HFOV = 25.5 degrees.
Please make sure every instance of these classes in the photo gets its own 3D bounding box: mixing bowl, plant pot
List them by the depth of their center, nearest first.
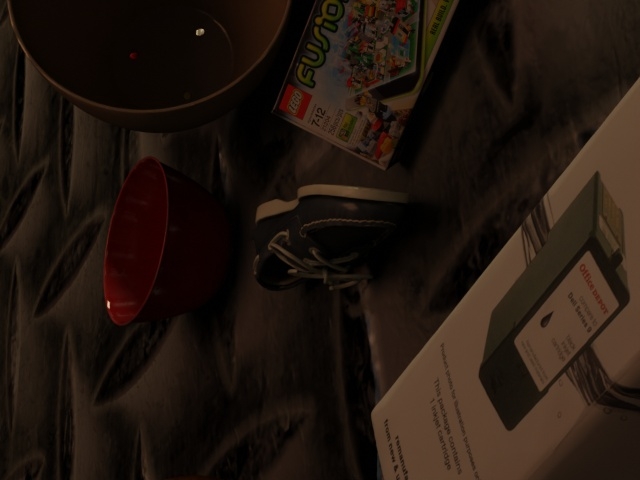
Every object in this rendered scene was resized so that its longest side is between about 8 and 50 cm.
[{"bbox_3d":[-0.163,-0.226,1.474,0.191,0.284,0.284,82,-171,-71],"label":"plant pot"},{"bbox_3d":[-0.154,0.007,1.504,0.181,0.098,0.181,-31,54,56],"label":"mixing bowl"}]

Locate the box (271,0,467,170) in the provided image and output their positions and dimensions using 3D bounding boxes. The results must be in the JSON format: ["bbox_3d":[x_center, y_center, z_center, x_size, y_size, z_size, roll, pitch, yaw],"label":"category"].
[{"bbox_3d":[0.049,-0.174,1.161,0.207,0.114,0.036,-68,-12,22],"label":"box"}]

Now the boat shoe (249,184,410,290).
[{"bbox_3d":[0.000,0.000,1.204,0.254,0.095,0.079,-12,68,63],"label":"boat shoe"}]

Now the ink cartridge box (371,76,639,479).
[{"bbox_3d":[0.189,0.060,0.679,0.289,0.211,0.121,-55,33,37],"label":"ink cartridge box"}]

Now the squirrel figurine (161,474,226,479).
[{"bbox_3d":[-0.098,0.395,1.134,0.397,0.281,0.370,28,95,48],"label":"squirrel figurine"}]

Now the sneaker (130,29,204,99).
[{"bbox_3d":[-0.180,-0.218,1.648,0.081,0.094,0.208,-70,26,21],"label":"sneaker"}]
